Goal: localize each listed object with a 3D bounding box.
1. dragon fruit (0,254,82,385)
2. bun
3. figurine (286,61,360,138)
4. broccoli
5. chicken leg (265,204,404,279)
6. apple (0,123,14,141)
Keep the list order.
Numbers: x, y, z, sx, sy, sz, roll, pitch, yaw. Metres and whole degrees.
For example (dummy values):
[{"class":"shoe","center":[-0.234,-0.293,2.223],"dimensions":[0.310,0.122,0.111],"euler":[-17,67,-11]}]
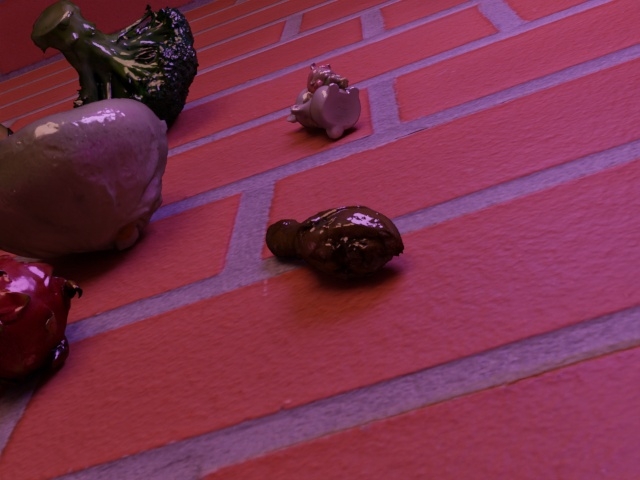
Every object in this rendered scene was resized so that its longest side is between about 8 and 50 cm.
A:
[{"class":"dragon fruit","center":[-0.320,0.081,0.893],"dimensions":[0.136,0.133,0.166],"euler":[19,22,-12]},{"class":"bun","center":[-0.313,-0.058,1.126],"dimensions":[0.283,0.179,0.283],"euler":[-26,0,0]},{"class":"figurine","center":[0.007,-0.204,1.261],"dimensions":[0.098,0.081,0.146],"euler":[-62,28,1]},{"class":"broccoli","center":[-0.361,-0.316,1.577],"dimensions":[0.298,0.297,0.297],"euler":[-22,50,28]},{"class":"chicken leg","center":[-0.002,-0.003,0.862],"dimensions":[0.085,0.069,0.198],"euler":[-33,19,-27]},{"class":"apple","center":[-0.636,-0.133,1.555],"dimensions":[0.207,0.174,0.188],"euler":[-42,9,-10]}]
